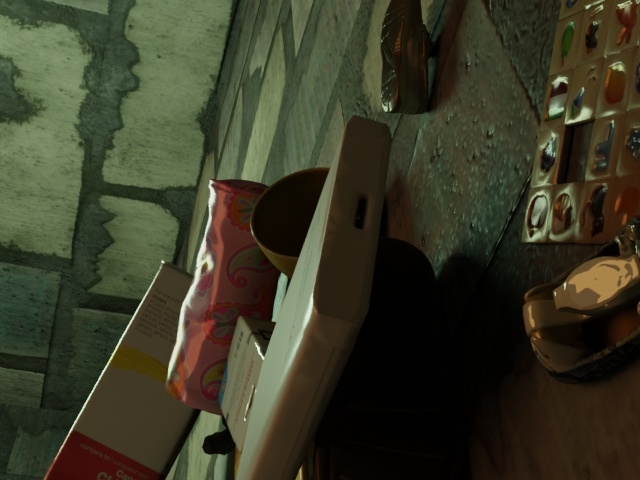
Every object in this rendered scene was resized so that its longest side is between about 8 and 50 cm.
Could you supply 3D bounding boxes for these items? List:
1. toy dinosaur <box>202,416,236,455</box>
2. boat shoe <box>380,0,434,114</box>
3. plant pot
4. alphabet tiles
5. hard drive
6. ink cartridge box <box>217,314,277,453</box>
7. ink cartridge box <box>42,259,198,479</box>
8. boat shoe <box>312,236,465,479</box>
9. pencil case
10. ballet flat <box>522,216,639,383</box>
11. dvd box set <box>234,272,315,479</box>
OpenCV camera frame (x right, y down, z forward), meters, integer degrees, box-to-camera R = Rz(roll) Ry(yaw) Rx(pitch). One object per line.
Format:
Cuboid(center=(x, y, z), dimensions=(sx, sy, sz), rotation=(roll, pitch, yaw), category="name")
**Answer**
Cuboid(center=(-0.116, 0.225, 1.546), dimensions=(0.118, 0.064, 0.268), rotation=(-98, 26, -45), category="toy dinosaur")
Cuboid(center=(0.088, -0.187, 0.997), dimensions=(0.050, 0.045, 0.136), rotation=(162, 115, -64), category="boat shoe")
Cuboid(center=(0.000, 0.000, 1.099), dimensions=(0.095, 0.134, 0.134), rotation=(73, -169, -46), category="plant pot")
Cuboid(center=(0.186, -0.094, 0.590), dimensions=(0.237, 0.009, 0.198), rotation=(-178, 98, -77), category="alphabet tiles")
Cuboid(center=(-0.013, 0.081, 0.793), dimensions=(0.308, 0.040, 0.203), rotation=(109, 174, -45), category="hard drive")
Cuboid(center=(-0.058, 0.154, 1.063), dimensions=(0.180, 0.060, 0.104), rotation=(-142, 67, -73), category="ink cartridge box")
Cuboid(center=(-0.276, 0.258, 1.647), dimensions=(0.385, 0.160, 0.279), rotation=(-64, 0, -15), category="ink cartridge box")
Cuboid(center=(0.049, 0.141, 0.808), dimensions=(0.307, 0.110, 0.104), rotation=(-79, 5, -45), category="boat shoe")
Cuboid(center=(-0.103, 0.065, 1.210), dimensions=(0.124, 0.124, 0.284), rotation=(-150, 73, -76), category="pencil case")
Cuboid(center=(0.144, 0.032, 0.535), dimensions=(0.188, 0.070, 0.070), rotation=(122, 155, -61), category="ballet flat")
Cuboid(center=(-0.042, 0.237, 1.188), dimensions=(0.421, 0.062, 0.308), rotation=(-93, 19, -45), category="dvd box set")
